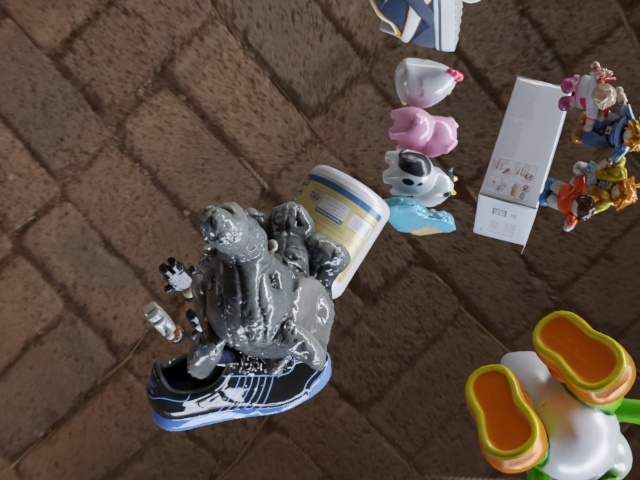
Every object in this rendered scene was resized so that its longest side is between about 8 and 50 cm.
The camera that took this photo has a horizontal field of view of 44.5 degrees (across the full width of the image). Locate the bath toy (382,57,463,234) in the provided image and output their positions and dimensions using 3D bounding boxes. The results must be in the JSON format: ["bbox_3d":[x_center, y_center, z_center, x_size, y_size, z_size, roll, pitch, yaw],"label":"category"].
[{"bbox_3d":[0.205,-0.188,1.487,0.129,0.151,0.348,-2,71,25],"label":"bath toy"}]

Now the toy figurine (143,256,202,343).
[{"bbox_3d":[-0.298,0.151,1.884,0.213,0.148,0.209,-5,53,25],"label":"toy figurine"}]

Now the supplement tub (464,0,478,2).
[{"bbox_3d":[0.297,-0.535,1.607,0.071,0.107,0.071,-6,122,-9],"label":"supplement tub"}]

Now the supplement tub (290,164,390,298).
[{"bbox_3d":[0.000,0.000,1.211,0.144,0.144,0.200,33,84,-3],"label":"supplement tub"}]

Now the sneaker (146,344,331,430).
[{"bbox_3d":[-0.092,0.159,0.939,0.232,0.081,0.090,-14,136,-20],"label":"sneaker"}]

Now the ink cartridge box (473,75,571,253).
[{"bbox_3d":[0.452,-0.162,1.781,0.130,0.272,0.309,17,70,14],"label":"ink cartridge box"}]

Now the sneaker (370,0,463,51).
[{"bbox_3d":[0.123,-0.368,1.012,0.127,0.321,0.126,10,63,11],"label":"sneaker"}]

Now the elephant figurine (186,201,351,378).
[{"bbox_3d":[-0.064,0.059,0.740,0.169,0.239,0.186,-43,96,14],"label":"elephant figurine"}]

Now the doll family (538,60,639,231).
[{"bbox_3d":[0.440,-0.138,1.204,0.118,0.163,0.263,3,104,-10],"label":"doll family"}]

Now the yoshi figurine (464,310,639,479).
[{"bbox_3d":[0.285,0.245,0.821,0.203,0.362,0.203,2,57,31],"label":"yoshi figurine"}]
